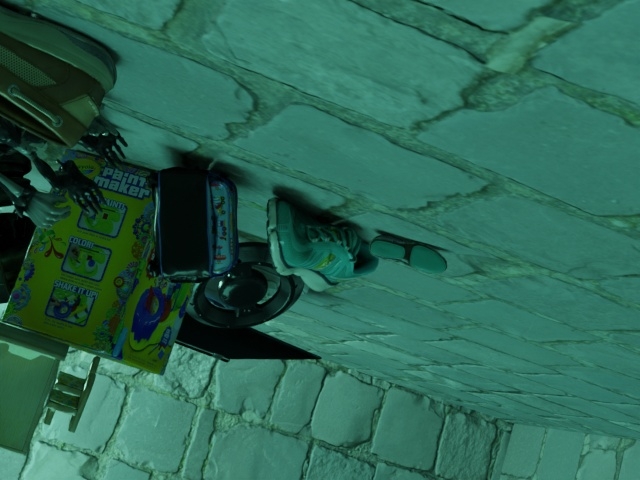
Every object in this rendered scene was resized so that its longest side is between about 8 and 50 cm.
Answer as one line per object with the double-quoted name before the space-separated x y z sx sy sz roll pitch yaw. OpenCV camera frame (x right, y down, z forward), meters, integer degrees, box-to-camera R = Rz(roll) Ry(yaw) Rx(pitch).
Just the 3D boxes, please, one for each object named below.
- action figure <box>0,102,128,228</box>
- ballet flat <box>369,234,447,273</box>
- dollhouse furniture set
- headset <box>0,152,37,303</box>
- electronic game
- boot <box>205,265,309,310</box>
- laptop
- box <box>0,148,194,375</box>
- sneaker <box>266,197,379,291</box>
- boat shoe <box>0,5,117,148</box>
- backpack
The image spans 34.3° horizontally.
"action figure" -0.319 -0.111 1.223 0.141 0.164 0.275 34 -176 18
"ballet flat" 0.126 0.016 1.478 0.114 0.041 0.041 17 169 4
"dollhouse furniture set" -0.438 0.182 1.534 0.212 0.161 0.242 20 -169 -12
"headset" -0.565 -0.037 1.738 0.185 0.244 0.394 -7 -163 -6
"electronic game" -0.141 0.084 1.877 0.229 0.048 0.229 -8 139 -7
"boot" -0.141 0.095 2.025 0.258 0.123 0.095 24 167 -32
"laptop" -0.257 0.108 2.219 0.382 0.236 0.408 31 -152 -48
"box" -0.325 0.044 1.653 0.177 0.279 0.290 15 170 12
"sneaker" 0.000 0.000 1.489 0.109 0.107 0.275 -9 164 22
"boat shoe" -0.367 -0.184 1.014 0.324 0.117 0.123 20 169 -13
"backpack" -0.172 -0.023 1.433 0.116 0.158 0.173 -1 -178 1
